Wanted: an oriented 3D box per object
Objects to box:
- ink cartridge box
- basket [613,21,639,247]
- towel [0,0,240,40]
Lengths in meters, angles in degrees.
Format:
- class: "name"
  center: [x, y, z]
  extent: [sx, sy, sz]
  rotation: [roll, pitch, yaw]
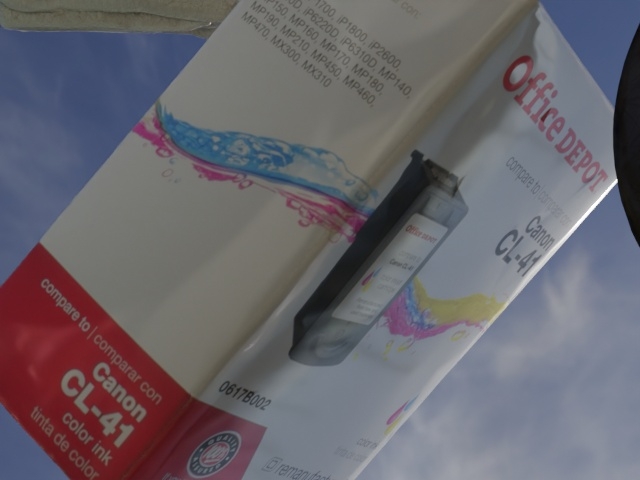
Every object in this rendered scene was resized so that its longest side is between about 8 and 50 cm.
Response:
- class: "ink cartridge box"
  center: [0.000, 0.000, 0.788]
  extent: [0.306, 0.131, 0.226]
  rotation: [-48, -28, 5]
- class: "basket"
  center: [0.204, -0.072, 0.390]
  extent: [0.204, 0.227, 0.154]
  rotation: [-37, -93, -17]
- class: "towel"
  center: [-0.139, -0.282, 1.060]
  extent: [0.187, 0.049, 0.282]
  rotation: [3, -81, 7]
